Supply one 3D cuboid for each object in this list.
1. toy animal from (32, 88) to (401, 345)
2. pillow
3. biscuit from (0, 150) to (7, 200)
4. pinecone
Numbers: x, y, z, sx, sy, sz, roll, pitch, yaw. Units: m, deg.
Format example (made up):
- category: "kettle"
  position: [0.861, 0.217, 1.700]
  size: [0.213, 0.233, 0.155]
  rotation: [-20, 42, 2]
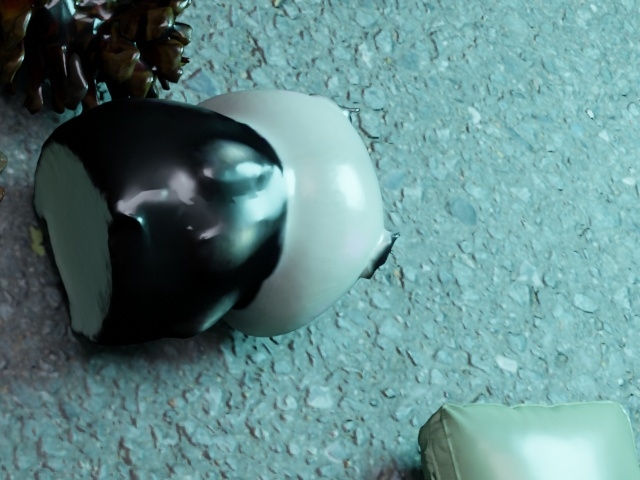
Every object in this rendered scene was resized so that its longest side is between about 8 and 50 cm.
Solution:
- category: "toy animal"
  position: [-0.087, -0.025, 1.546]
  size: [0.309, 0.251, 0.251]
  rotation: [-13, 70, -28]
- category: "pillow"
  position: [0.233, 0.310, 1.601]
  size: [0.255, 0.120, 0.322]
  rotation: [2, 62, -30]
- category: "biscuit"
  position: [-0.343, -0.043, 1.534]
  size: [0.119, 0.019, 0.130]
  rotation: [0, 63, -31]
- category: "pinecone"
  position: [-0.246, -0.224, 1.562]
  size: [0.292, 0.246, 0.246]
  rotation: [27, 52, -27]
